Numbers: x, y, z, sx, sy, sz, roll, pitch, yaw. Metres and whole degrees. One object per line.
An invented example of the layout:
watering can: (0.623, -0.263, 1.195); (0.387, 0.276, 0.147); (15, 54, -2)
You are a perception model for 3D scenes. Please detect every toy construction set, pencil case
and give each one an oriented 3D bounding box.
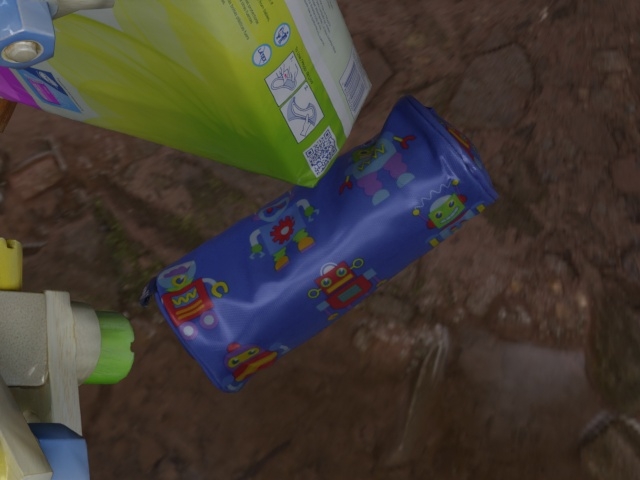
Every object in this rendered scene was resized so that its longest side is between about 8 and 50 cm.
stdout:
toy construction set: (-0.168, -0.008, 0.605); (0.151, 0.328, 0.215); (20, 141, -34)
pencil case: (0.000, 0.000, 1.283); (0.306, 0.133, 0.119); (-36, 135, 7)

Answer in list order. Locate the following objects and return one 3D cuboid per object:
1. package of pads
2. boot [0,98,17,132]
package of pads: (-0.133, -0.163, 0.883); (0.296, 0.229, 0.101); (16, 62, 31)
boot: (-0.314, -0.275, 1.331); (0.264, 0.096, 0.280); (35, 102, 9)
